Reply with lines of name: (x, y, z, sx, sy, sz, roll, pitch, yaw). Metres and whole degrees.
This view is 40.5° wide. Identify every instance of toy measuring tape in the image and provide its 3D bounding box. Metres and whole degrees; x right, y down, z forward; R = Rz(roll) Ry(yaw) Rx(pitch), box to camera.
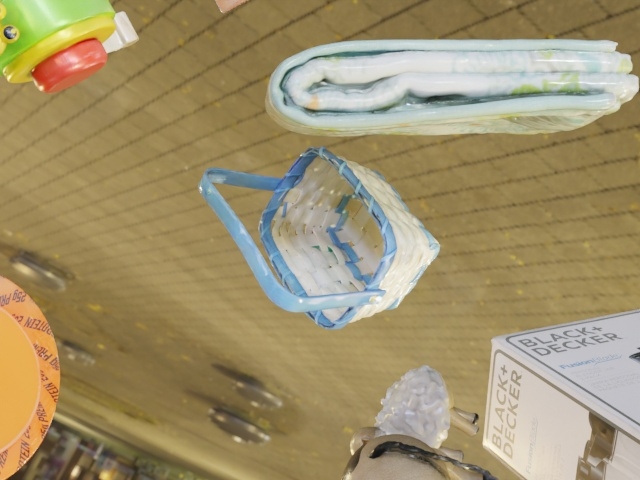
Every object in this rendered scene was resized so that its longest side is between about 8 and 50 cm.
toy measuring tape: (-0.225, -0.210, 0.824, 0.121, 0.121, 0.330, 23, -159, 7)

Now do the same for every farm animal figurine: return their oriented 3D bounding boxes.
farm animal figurine: (0.026, 0.300, 0.775, 0.172, 0.326, 0.330, 24, -163, -8)

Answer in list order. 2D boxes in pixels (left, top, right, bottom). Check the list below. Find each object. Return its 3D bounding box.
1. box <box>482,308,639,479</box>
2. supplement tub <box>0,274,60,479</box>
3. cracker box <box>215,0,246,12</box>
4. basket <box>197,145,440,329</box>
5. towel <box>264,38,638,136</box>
box: (0.244, 0.134, 0.503, 0.169, 0.087, 0.290, -7, -162, -22)
supplement tub: (-0.384, 0.120, 0.704, 0.338, 0.207, 0.207, -10, 143, 35)
cracker box: (-0.091, -0.358, 0.953, 0.067, 0.232, 0.155, -21, 112, 21)
basket: (0.000, 0.000, 1.177, 0.289, 0.201, 0.254, 8, -142, -44)
towel: (0.125, -0.163, 1.000, 0.375, 0.090, 0.320, -1, -177, -4)
